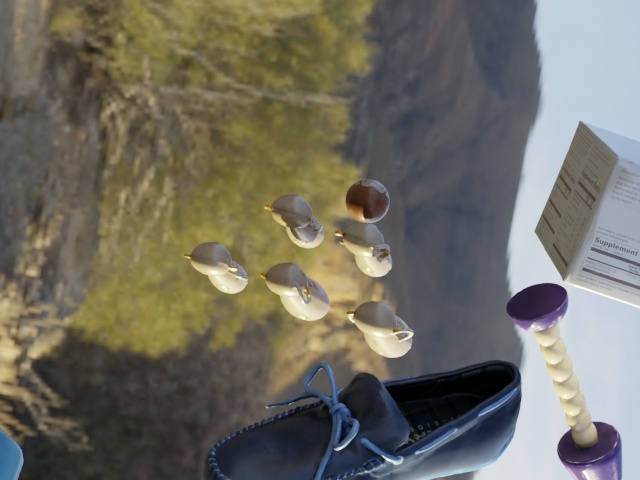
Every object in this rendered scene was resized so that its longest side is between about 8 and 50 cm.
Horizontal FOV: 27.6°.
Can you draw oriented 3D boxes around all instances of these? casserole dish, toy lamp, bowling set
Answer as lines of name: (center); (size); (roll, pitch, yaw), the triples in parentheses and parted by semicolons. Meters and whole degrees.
casserole dish: (-0.310, 0.238, 1.156); (0.188, 0.037, 0.114); (-45, -155, 47)
toy lamp: (0.287, 0.177, 1.491); (0.080, 0.080, 0.274); (-79, 151, -59)
bowling set: (0.000, 0.000, 1.522); (0.154, 0.287, 0.200); (53, 56, -71)

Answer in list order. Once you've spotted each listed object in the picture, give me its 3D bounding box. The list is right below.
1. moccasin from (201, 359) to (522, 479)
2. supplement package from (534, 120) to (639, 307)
moccasin: (0.042, 0.172, 1.254); (0.138, 0.342, 0.117); (49, -41, 37)
supplement package: (0.393, -0.007, 1.417); (0.204, 0.262, 0.145); (-91, -160, -74)
